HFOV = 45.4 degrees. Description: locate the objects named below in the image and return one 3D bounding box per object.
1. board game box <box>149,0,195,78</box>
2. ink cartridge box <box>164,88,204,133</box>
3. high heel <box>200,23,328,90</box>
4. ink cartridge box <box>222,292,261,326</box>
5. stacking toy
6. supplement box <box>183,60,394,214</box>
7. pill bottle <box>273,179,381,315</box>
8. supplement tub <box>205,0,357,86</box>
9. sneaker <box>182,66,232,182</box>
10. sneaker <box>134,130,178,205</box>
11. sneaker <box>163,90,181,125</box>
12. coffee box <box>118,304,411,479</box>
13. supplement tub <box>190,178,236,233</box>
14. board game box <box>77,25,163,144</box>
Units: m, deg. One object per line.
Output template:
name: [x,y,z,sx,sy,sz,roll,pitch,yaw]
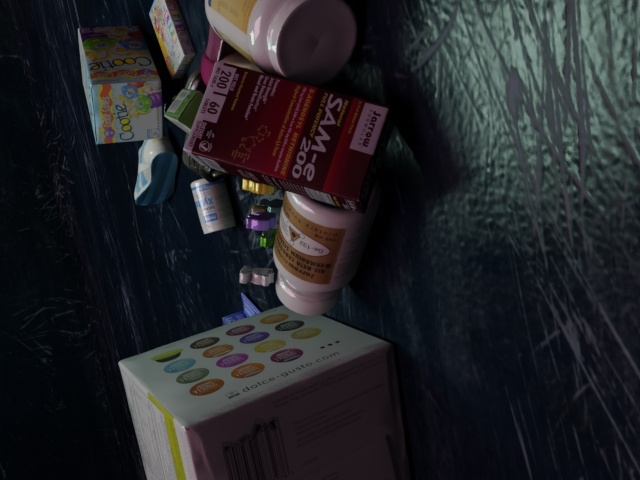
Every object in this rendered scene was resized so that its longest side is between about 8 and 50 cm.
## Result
board game box: [-0.303,-0.421,1.554,0.103,0.026,0.154,-35,73,61]
ink cartridge box: [-0.161,-0.175,1.324,0.209,0.062,0.109,37,177,-26]
high heel: [-0.085,-0.207,1.185,0.181,0.127,0.377,97,153,-44]
ink cartridge box: [-0.141,0.284,1.601,0.186,0.065,0.311,43,138,44]
stacking toy: [-0.082,-0.044,1.223,0.221,0.052,0.167,-71,-14,-69]
supplement box: [-0.039,-0.133,0.981,0.073,0.239,0.130,49,-122,-76]
pill bottle: [0.000,0.000,1.111,0.131,0.131,0.229,54,147,33]
supplement tub: [-0.055,-0.302,1.035,0.200,0.144,0.144,45,141,42]
sneaker: [-0.196,-0.203,1.417,0.130,0.087,0.228,41,136,33]
sneaker: [-0.391,-0.165,1.802,0.229,0.087,0.092,-56,48,47]
sneaker: [-0.287,-0.270,1.550,0.188,0.078,0.067,8,112,63]
coffee box: [-0.088,0.333,1.228,0.334,0.337,0.338,14,118,60]
supplement tub: [-0.214,-0.072,1.530,0.071,0.071,0.107,-12,94,62]
board game box: [-0.437,-0.344,1.663,0.275,0.142,0.144,-118,27,-46]
